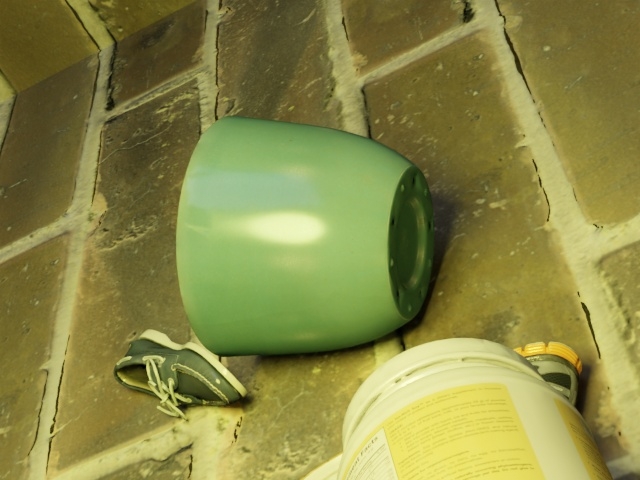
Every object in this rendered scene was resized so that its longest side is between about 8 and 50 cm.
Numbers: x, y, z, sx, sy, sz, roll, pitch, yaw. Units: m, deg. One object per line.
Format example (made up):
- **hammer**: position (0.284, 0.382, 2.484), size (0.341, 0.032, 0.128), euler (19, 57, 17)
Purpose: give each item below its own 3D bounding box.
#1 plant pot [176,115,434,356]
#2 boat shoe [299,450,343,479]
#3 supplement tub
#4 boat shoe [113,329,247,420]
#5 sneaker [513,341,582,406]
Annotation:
- **plant pot**: position (0.000, 0.000, 1.654), size (0.235, 0.293, 0.293), euler (3, 43, 21)
- **boat shoe**: position (0.069, 0.245, 1.405), size (0.277, 0.098, 0.096), euler (-38, 70, 24)
- **supplement tub**: position (0.142, 0.258, 1.178), size (0.241, 0.241, 0.331), euler (-28, 30, 8)
- **boat shoe**: position (-0.181, 0.170, 1.739), size (0.079, 0.095, 0.254), euler (-44, 31, -21)
- **sneaker**: position (0.165, 0.168, 1.445), size (0.215, 0.084, 0.083), euler (-18, 39, 21)
